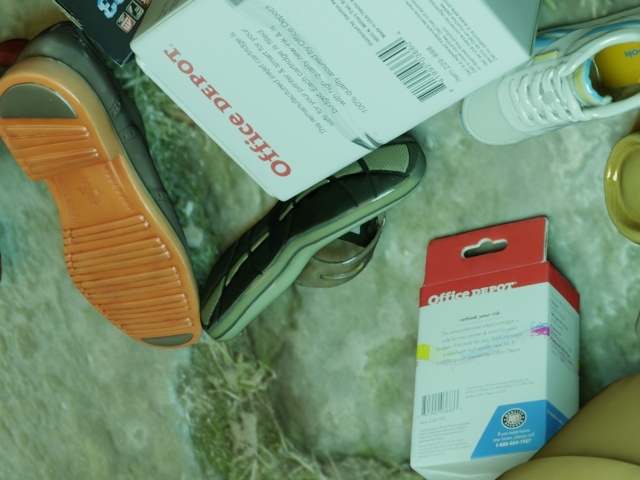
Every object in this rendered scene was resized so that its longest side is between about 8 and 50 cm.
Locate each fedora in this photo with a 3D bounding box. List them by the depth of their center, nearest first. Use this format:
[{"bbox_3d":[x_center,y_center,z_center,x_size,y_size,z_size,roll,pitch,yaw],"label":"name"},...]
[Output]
[{"bbox_3d":[0.294,-0.041,1.424,0.194,0.079,0.194,14,107,58],"label":"fedora"}]

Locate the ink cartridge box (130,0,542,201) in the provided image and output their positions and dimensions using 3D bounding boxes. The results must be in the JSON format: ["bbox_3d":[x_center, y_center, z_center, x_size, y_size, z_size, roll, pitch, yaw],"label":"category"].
[{"bbox_3d":[0.013,-0.193,1.485,0.289,0.121,0.211,-28,118,32],"label":"ink cartridge box"}]

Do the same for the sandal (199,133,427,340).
[{"bbox_3d":[-0.001,0.000,1.630,0.086,0.120,0.303,32,128,-23],"label":"sandal"}]

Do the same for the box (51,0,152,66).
[{"bbox_3d":[-0.200,-0.363,1.577,0.293,0.073,0.295,42,124,1],"label":"box"}]

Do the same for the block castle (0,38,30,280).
[{"bbox_3d":[-0.518,-0.122,1.762,0.453,0.213,0.303,22,108,9],"label":"block castle"}]

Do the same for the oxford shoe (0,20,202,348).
[{"bbox_3d":[-0.193,-0.050,1.691,0.130,0.133,0.364,-6,127,20],"label":"oxford shoe"}]

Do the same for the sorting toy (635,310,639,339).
[{"bbox_3d":[0.375,0.003,1.414,0.229,0.041,0.307,47,133,46],"label":"sorting toy"}]

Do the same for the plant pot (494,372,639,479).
[{"bbox_3d":[0.272,0.244,1.372,0.291,0.203,0.291,21,138,20],"label":"plant pot"}]

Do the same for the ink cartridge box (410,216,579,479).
[{"bbox_3d":[0.161,0.104,1.557,0.134,0.231,0.078,-12,146,30],"label":"ink cartridge box"}]

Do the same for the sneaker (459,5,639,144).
[{"bbox_3d":[0.212,-0.138,1.463,0.228,0.092,0.087,-22,102,33],"label":"sneaker"}]
